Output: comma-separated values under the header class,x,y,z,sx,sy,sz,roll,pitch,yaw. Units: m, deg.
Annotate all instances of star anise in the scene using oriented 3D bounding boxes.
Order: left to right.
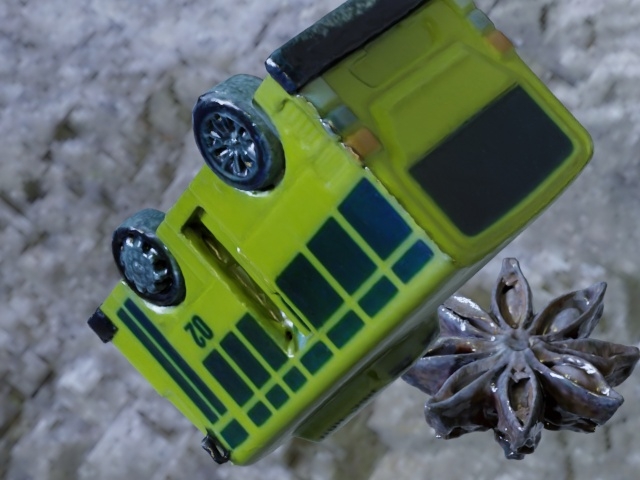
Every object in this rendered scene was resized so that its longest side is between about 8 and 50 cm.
class,x,y,z,sx,sy,sz,roll,pitch,yaw
star anise,0.194,0.131,1.589,0.236,0.223,0.109,14,132,22

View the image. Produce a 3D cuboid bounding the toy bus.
class,x,y,z,sx,sy,sz,roll,pitch,yaw
toy bus,0.000,0.000,0.780,0.150,0.128,0.262,48,142,5
